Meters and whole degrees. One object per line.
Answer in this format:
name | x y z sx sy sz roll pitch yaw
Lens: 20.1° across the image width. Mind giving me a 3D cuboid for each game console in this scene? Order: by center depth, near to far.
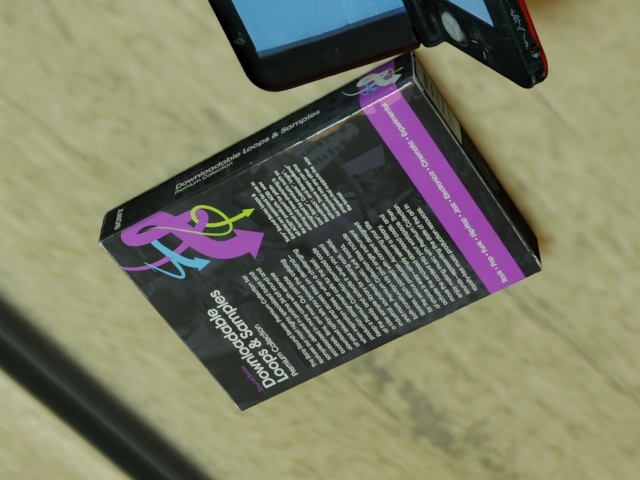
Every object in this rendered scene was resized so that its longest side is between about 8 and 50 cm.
game console | 0.005 -0.114 0.690 0.085 0.124 0.144 -34 123 -9

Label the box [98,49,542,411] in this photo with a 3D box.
box | 0.000 0.000 0.803 0.162 0.029 0.116 -27 120 16
